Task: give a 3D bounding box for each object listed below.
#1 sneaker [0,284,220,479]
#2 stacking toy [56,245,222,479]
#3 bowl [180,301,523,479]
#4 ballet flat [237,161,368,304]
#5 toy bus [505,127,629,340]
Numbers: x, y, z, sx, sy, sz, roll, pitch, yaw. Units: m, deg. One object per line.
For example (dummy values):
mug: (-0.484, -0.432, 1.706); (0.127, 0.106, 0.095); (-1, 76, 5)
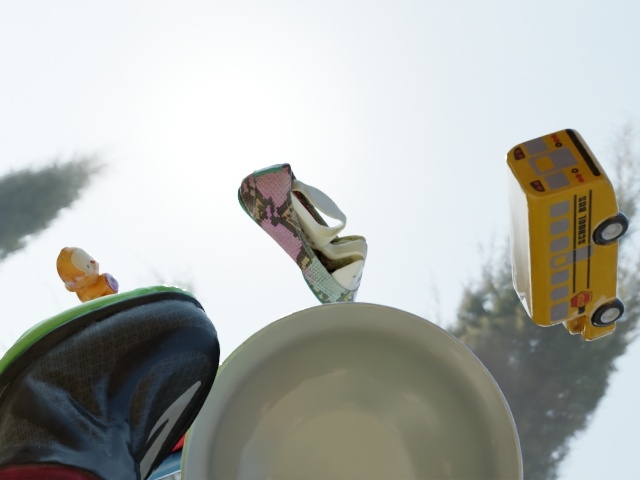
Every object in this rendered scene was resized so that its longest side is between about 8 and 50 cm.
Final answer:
sneaker: (-0.186, 0.220, 0.802); (0.202, 0.483, 0.185); (10, -47, 26)
stacking toy: (-0.222, 0.129, 1.441); (0.166, 0.175, 0.302); (-25, -73, 21)
bowl: (0.023, 0.212, 1.080); (0.298, 0.298, 0.134); (60, -11, 10)
ballet flat: (0.000, 0.000, 1.245); (0.079, 0.077, 0.221); (-20, -49, 24)
toy bus: (0.328, 0.007, 1.592); (0.333, 0.130, 0.108); (76, -7, -48)
